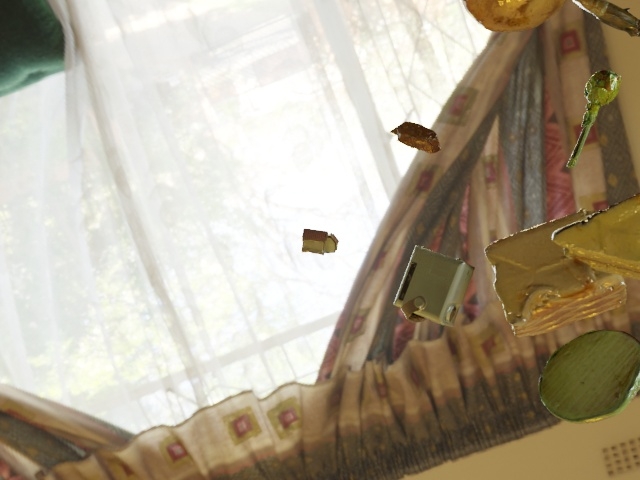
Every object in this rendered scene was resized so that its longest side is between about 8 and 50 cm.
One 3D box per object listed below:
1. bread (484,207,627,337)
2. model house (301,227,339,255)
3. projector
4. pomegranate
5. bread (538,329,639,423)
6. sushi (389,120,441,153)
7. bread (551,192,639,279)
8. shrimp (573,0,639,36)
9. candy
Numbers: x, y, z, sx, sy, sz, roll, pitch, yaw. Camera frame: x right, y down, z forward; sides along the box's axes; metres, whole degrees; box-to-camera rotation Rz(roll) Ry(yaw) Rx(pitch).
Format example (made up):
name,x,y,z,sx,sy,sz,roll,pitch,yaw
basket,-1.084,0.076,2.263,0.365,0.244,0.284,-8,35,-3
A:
name,x,y,z,sx,sy,sz,roll,pitch,yaw
bread,0.758,0.116,1.936,0.390,0.279,0.371,-24,154,15
model house,0.000,0.000,1.401,0.083,0.058,0.057,7,-162,6
projector,0.355,0.156,1.903,0.177,0.243,0.163,21,178,31
pomegranate,0.490,-0.661,1.526,0.281,0.281,0.281,-21,-168,5
bread,0.709,0.356,1.589,0.301,0.045,0.301,-37,-161,15
sushi,0.211,-0.226,1.341,0.061,0.118,0.060,-47,164,-27
bread,0.691,-0.017,1.388,0.236,0.198,0.263,7,170,46
shrimp,0.704,-0.535,1.446,0.150,0.217,0.051,-21,144,-58
candy,0.653,-0.288,1.474,0.073,0.262,0.077,21,-138,17
